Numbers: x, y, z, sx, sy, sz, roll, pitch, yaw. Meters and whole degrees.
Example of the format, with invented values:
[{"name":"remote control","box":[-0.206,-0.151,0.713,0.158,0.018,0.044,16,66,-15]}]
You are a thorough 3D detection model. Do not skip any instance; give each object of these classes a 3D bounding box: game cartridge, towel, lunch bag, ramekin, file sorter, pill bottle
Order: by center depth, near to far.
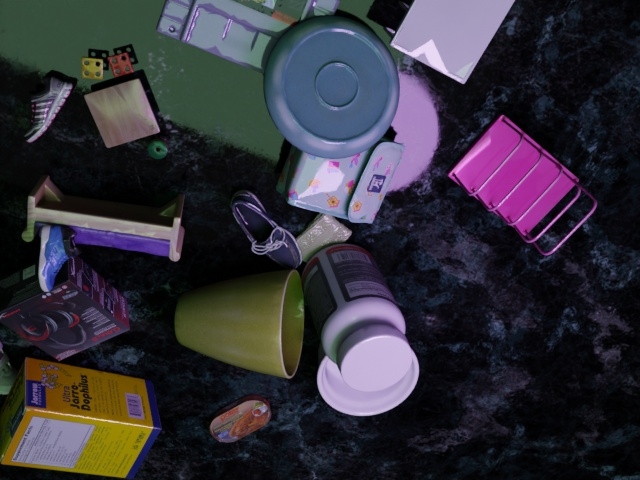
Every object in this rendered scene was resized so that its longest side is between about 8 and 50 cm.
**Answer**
[{"name":"file sorter","box":[0.286,-0.527,1.627,0.192,0.173,0.278,23,112,-18]},{"name":"game cartridge","box":[-0.159,-0.506,1.653,0.355,0.068,0.230,19,117,-15]},{"name":"lunch bag","box":[0.056,-0.169,1.786,0.262,0.160,0.223,17,104,-20]},{"name":"pill bottle","box":[0.086,0.185,1.837,0.210,0.363,0.210,-7,124,-10]},{"name":"file sorter","box":[0.503,-0.130,1.843,0.290,0.182,0.202,34,108,-20]},{"name":"towel","box":[0.000,0.000,1.938,0.110,0.027,0.148,39,106,-23]},{"name":"ramekin","box":[0.122,0.334,2.054,0.277,0.135,0.277,-3,118,-5]}]

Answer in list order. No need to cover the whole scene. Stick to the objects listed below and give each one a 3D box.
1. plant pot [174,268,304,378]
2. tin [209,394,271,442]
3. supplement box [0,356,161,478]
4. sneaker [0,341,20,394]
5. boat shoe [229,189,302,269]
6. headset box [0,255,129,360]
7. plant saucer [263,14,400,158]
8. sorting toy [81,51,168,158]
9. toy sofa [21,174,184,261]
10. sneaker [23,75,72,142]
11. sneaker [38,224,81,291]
[{"name":"plant pot","box":[-0.212,0.206,1.905,0.293,0.275,0.275,1,117,10]},{"name":"tin","box":[-0.233,0.515,2.162,0.189,0.040,0.106,-29,120,8]},{"name":"supplement box","box":[-0.632,0.471,1.964,0.356,0.195,0.194,19,114,-31]},{"name":"sneaker","box":[-0.874,0.310,1.951,0.252,0.103,0.111,37,105,-25]},{"name":"boat shoe","box":[-0.136,-0.016,1.877,0.095,0.079,0.254,-28,112,14]},{"name":"headset box","box":[-0.632,0.172,1.858,0.218,0.110,0.293,-23,142,7]},{"name":"plant saucer","box":[0.033,-0.340,1.648,0.317,0.043,0.318,-1,95,-14]},{"name":"sorting toy","box":[-0.458,-0.307,1.722,0.132,0.046,0.275,-17,117,2]},{"name":"toy sofa","box":[-0.513,-0.031,1.796,0.362,0.150,0.177,8,114,-10]},{"name":"sneaker","box":[-0.637,-0.304,1.697,0.074,0.063,0.170,33,104,-20]},{"name":"sneaker","box":[-0.589,0.042,1.691,0.084,0.058,0.152,3,89,-8]}]
